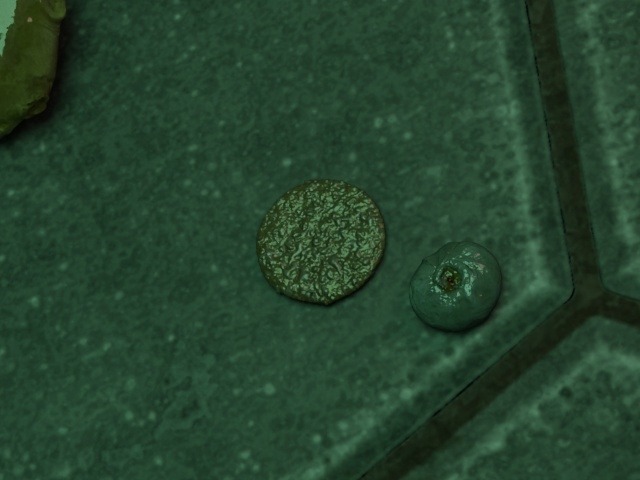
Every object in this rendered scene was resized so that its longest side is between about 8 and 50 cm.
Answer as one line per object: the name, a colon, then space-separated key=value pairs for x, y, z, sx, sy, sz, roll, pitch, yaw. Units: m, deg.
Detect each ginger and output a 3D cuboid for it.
ginger: x=-0.338 y=-0.312 z=1.753 sx=0.363 sy=0.122 sz=0.348 roll=32 pitch=90 yaw=31

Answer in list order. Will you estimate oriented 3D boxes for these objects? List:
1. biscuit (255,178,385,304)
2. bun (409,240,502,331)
biscuit: x=0.000 y=0.000 z=1.618 sx=0.120 sy=0.015 sz=0.120 roll=-4 pitch=70 yaw=12
bun: x=0.115 y=0.038 z=1.561 sx=0.083 sy=0.045 sz=0.083 roll=-6 pitch=67 yaw=16
